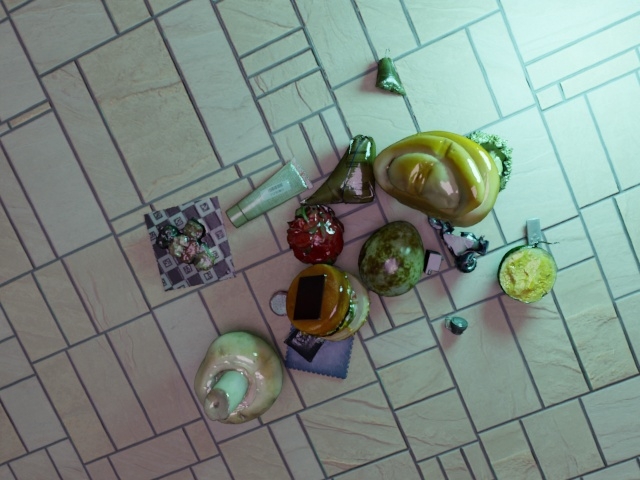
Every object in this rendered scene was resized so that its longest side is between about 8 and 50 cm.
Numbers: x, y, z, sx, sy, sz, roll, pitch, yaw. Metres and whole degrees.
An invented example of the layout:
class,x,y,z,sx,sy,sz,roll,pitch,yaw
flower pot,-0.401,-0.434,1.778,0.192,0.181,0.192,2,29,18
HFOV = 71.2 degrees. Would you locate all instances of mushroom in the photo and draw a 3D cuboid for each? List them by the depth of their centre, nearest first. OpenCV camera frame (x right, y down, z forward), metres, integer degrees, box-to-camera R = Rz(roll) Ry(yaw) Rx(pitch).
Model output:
class,x,y,z,sx,sy,sz,roll,pitch,yaw
mushroom,-0.337,0.527,1.723,0.353,0.353,0.325,-26,64,7

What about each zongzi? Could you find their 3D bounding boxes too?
class,x,y,z,sx,sy,sz,roll,pitch,yaw
zongzi,0.273,-0.624,1.655,0.130,0.062,0.154,10,82,-18
zongzi,0.064,-0.261,1.678,0.288,0.123,0.261,0,90,13

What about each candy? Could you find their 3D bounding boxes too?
class,x,y,z,sx,sy,sz,roll,pitch,yaw
candy,-0.154,0.252,1.789,0.103,0.043,0.103,1,100,3

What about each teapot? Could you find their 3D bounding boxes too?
class,x,y,z,sx,sy,sz,roll,pitch,yaw
teapot,0.527,0.333,1.746,0.087,0.066,0.057,19,117,23

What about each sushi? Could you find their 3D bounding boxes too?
class,x,y,z,sx,sy,sz,roll,pitch,yaw
sushi,-0.530,0.022,1.773,0.319,0.069,0.340,-11,96,6

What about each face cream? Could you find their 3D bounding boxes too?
class,x,y,z,sx,sy,sz,roll,pitch,yaw
face cream,-0.204,-0.172,1.728,0.341,0.084,0.137,-34,96,-1

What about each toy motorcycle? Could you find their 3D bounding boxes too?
class,x,y,z,sx,sy,sz,roll,pitch,yaw
toy motorcycle,0.528,-0.017,1.677,0.159,0.106,0.271,-28,83,3

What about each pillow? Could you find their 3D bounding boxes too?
class,x,y,z,sx,sy,sz,roll,pitch,yaw
pillow,-0.033,0.367,1.776,0.141,0.055,0.208,37,95,1

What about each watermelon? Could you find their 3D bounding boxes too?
class,x,y,z,sx,sy,sz,roll,pitch,yaw
watermelon,0.758,0.109,1.662,0.203,0.127,0.232,0,100,5

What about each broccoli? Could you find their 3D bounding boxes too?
class,x,y,z,sx,sy,sz,roll,pitch,yaw
broccoli,0.591,-0.272,1.606,0.197,0.176,0.227,-15,81,6

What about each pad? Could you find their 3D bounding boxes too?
class,x,y,z,sx,sy,sz,roll,pitch,yaw
pad,-0.001,0.417,1.815,0.268,0.012,0.270,9,98,3

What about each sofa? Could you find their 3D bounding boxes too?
class,x,y,z,sx,sy,sz,roll,pitch,yaw
sofa,0.423,0.085,1.674,0.060,0.147,0.085,14,95,6

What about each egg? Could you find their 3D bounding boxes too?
class,x,y,z,sx,sy,sz,roll,pitch,yaw
egg,0.263,0.064,1.641,0.238,0.238,0.290,17,80,2

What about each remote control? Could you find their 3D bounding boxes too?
class,x,y,z,sx,sy,sz,roll,pitch,yaw
remote control,0.813,0.004,1.699,0.049,0.027,0.184,-9,101,7

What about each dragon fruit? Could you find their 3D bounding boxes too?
class,x,y,z,sx,sy,sz,roll,pitch,yaw
dragon fruit,0.000,0.000,1.684,0.233,0.234,0.293,-35,124,7

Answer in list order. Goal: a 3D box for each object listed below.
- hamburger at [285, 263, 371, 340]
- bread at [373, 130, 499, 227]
class,x,y,z,sx,sy,sz,roll,pitch,yaw
hamburger,0.033,0.232,1.629,0.291,0.291,0.225,-51,136,8
bread,0.382,-0.199,1.537,0.423,0.245,0.329,27,127,33
